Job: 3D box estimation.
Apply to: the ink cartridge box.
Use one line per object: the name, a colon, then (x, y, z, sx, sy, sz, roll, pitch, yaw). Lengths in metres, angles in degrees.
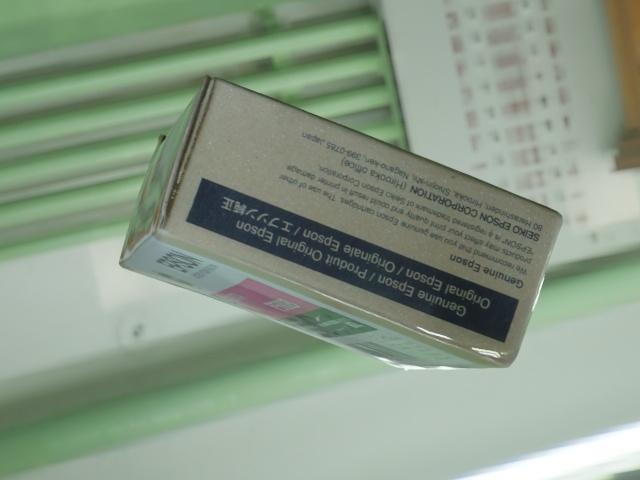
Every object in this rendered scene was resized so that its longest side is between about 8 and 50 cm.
ink cartridge box: (0.000, 0.000, 1.035, 0.193, 0.088, 0.234, 20, 173, -8)
